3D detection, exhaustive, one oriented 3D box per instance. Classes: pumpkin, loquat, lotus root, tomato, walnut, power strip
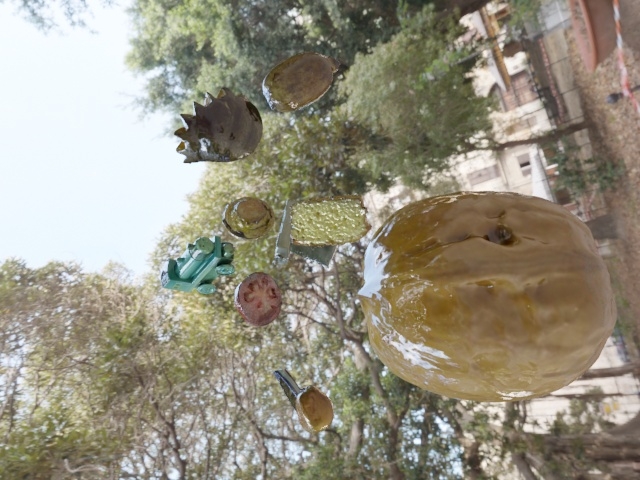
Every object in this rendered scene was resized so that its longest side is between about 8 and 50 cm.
[{"bbox_3d":[-0.250,-0.289,1.063,0.254,0.149,0.130,-49,-20,-13],"label":"pumpkin"},{"bbox_3d":[-0.019,0.494,1.215,0.137,0.112,0.137,61,176,6],"label":"loquat"},{"bbox_3d":[-0.053,-0.483,1.243,0.145,0.260,0.128,57,170,-2],"label":"lotus root"},{"bbox_3d":[-0.262,0.239,1.678,0.224,0.085,0.225,15,-112,-41],"label":"tomato"},{"bbox_3d":[0.145,0.049,0.392,0.195,0.221,0.196,1,-90,-87],"label":"walnut"},{"bbox_3d":[-0.113,-0.039,1.394,0.048,0.080,0.286,11,-136,-5],"label":"power strip"}]

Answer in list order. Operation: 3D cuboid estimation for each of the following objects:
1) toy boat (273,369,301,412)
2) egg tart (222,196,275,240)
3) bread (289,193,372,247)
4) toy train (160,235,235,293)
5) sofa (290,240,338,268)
[{"bbox_3d":[-0.089,0.531,1.420,0.045,0.080,0.229,-18,-132,-29],"label":"toy boat"},{"bbox_3d":[-0.320,-0.111,1.864,0.240,0.106,0.241,7,-120,-11],"label":"egg tart"},{"bbox_3d":[0.035,-0.064,1.158,0.139,0.228,0.143,-42,-53,-64],"label":"bread"},{"bbox_3d":[-0.426,0.088,1.462,0.194,0.298,0.120,16,-130,-35],"label":"toy train"},{"bbox_3d":[0.000,0.000,1.809,0.225,0.210,0.176,-11,-56,-80],"label":"sofa"}]
